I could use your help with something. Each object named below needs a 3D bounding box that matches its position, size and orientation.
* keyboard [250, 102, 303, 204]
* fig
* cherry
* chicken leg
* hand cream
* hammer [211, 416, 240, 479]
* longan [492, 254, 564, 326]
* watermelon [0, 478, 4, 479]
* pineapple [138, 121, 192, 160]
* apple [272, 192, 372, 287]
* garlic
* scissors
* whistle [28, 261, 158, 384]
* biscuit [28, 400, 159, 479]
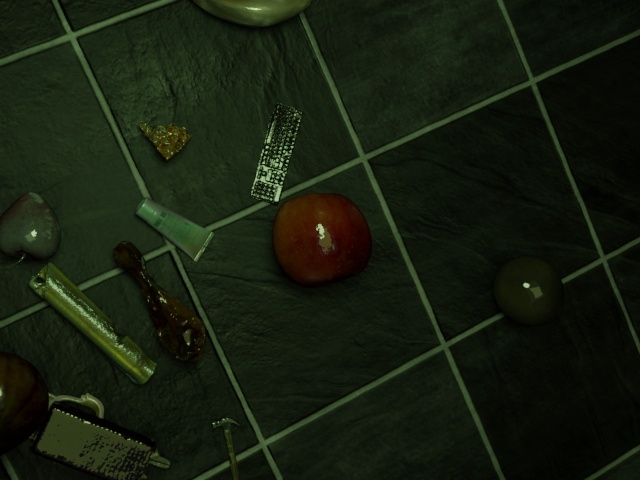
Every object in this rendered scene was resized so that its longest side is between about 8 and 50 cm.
[{"bbox_3d":[-0.100,-0.201,1.688,0.072,0.023,0.231,16,86,-12],"label":"keyboard"},{"bbox_3d":[-0.655,0.332,1.434,0.214,0.235,0.235,34,79,26],"label":"fig"},{"bbox_3d":[-0.629,-0.025,1.500,0.187,0.115,0.148,6,107,-10],"label":"cherry"},{"bbox_3d":[-0.342,0.129,1.580,0.093,0.113,0.305,-36,97,-34],"label":"chicken leg"},{"bbox_3d":[-0.325,-0.029,1.620,0.174,0.047,0.076,35,81,-21],"label":"hand cream"},{"bbox_3d":[-0.198,0.488,1.663,0.062,0.017,0.182,-13,95,-15],"label":"hammer"},{"bbox_3d":[0.510,0.125,1.785,0.187,0.167,0.168,36,80,-34],"label":"longan"},{"bbox_3d":[-0.729,0.527,1.459,0.204,0.127,0.232,43,88,-17],"label":"watermelon"},{"bbox_3d":[-0.349,-0.221,1.608,0.114,0.077,0.114,33,47,-2],"label":"pineapple"},{"bbox_3d":[0.000,0.000,1.616,0.218,0.218,0.202,-9,85,-15],"label":"apple"},{"bbox_3d":[-0.183,-0.544,1.621,0.317,0.112,0.143,19,62,-8],"label":"garlic"},{"bbox_3d":[-0.471,0.431,1.585,0.317,0.024,0.160,27,81,-13],"label":"scissors"},{"bbox_3d":[-0.482,0.181,1.565,0.326,0.057,0.068,46,79,-10],"label":"whistle"},{"bbox_3d":[-0.468,0.431,1.536,0.252,0.070,0.106,26,82,-15],"label":"biscuit"}]
